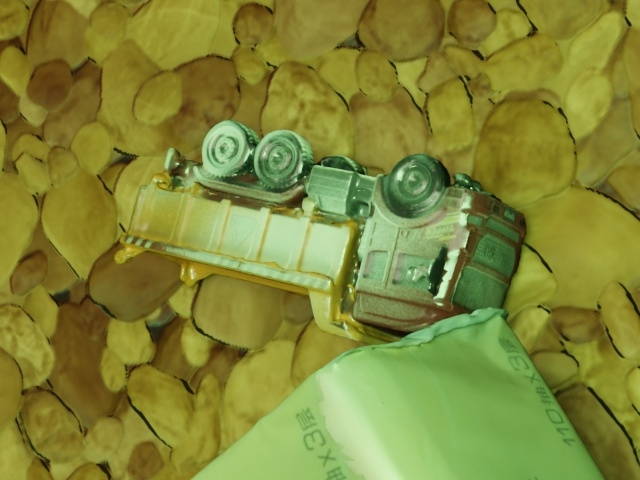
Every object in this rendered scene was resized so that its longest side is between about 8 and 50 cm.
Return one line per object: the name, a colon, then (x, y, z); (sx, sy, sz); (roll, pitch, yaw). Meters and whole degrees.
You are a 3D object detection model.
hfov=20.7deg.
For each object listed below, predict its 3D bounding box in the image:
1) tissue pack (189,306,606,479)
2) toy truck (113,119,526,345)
tissue pack: (0.061, 0.300, 1.048); (0.332, 0.205, 0.405); (-43, 67, 33)
toy truck: (0.000, 0.000, 1.215); (0.270, 0.114, 0.135); (12, 85, 31)
